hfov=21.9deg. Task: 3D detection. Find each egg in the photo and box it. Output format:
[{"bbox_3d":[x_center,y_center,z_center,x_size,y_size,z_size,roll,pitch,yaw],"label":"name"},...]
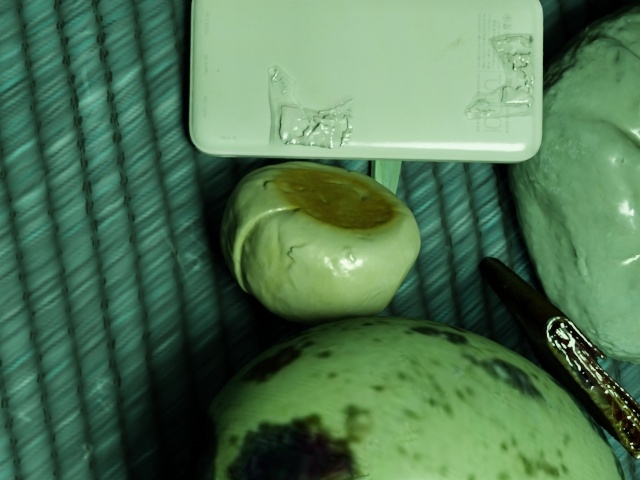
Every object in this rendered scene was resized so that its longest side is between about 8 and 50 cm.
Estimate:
[{"bbox_3d":[0.075,0.203,1.242,0.379,0.287,0.287,8,84,-33],"label":"egg"}]

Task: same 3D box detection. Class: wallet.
[{"bbox_3d":[0.196,0.086,1.337,0.039,0.243,0.133,-37,101,-1],"label":"wallet"}]

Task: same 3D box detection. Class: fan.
[{"bbox_3d":[0.051,-0.035,1.394,0.038,0.016,0.193,10,82,-22],"label":"fan"}]

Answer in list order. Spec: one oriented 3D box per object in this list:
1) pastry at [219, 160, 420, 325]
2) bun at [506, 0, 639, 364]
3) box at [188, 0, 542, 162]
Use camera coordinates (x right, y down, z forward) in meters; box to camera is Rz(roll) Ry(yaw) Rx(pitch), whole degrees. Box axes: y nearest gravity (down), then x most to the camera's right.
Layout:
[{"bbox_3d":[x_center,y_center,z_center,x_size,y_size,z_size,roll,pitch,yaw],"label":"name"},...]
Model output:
[{"bbox_3d":[0.000,0.000,1.301,0.156,0.156,0.092,1,130,-26],"label":"pastry"},{"bbox_3d":[0.338,-0.051,1.436,0.354,0.194,0.354,1,88,-25],"label":"bun"},{"bbox_3d":[0.037,-0.135,1.330,0.285,0.044,0.142,1,88,-4],"label":"box"}]
